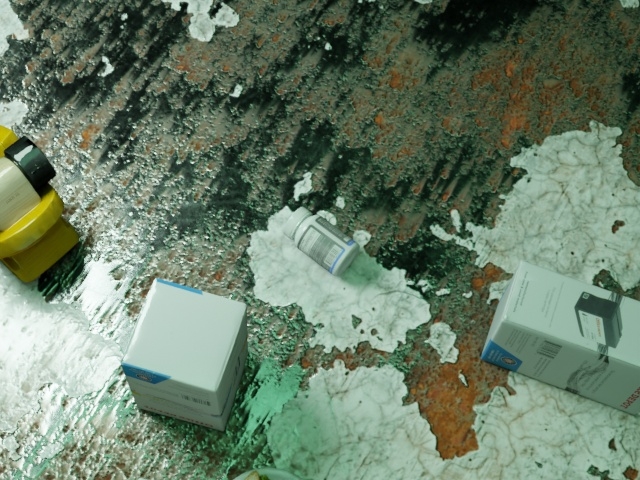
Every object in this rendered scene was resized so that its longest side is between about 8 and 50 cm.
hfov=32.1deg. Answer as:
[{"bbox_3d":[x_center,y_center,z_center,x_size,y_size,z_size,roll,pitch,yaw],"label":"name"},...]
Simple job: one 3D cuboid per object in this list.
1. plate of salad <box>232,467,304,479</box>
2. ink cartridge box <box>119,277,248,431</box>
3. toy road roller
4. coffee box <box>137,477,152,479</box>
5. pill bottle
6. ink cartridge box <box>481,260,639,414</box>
[{"bbox_3d":[-0.091,0.490,1.920,0.199,0.048,0.200,1,65,-3],"label":"plate of salad"},{"bbox_3d":[-0.229,0.205,1.941,0.171,0.233,0.168,15,64,5],"label":"ink cartridge box"},{"bbox_3d":[-0.601,-0.064,2.094,0.202,0.240,0.329,-42,37,-18],"label":"toy road roller"},{"bbox_3d":[-0.159,0.597,1.591,0.338,0.338,0.334,-56,39,15],"label":"coffee box"},{"bbox_3d":[0.000,0.000,2.128,0.137,0.078,0.078,37,69,13],"label":"pill bottle"},{"bbox_3d":[0.466,0.178,1.988,0.307,0.223,0.129,20,66,6],"label":"ink cartridge box"}]
